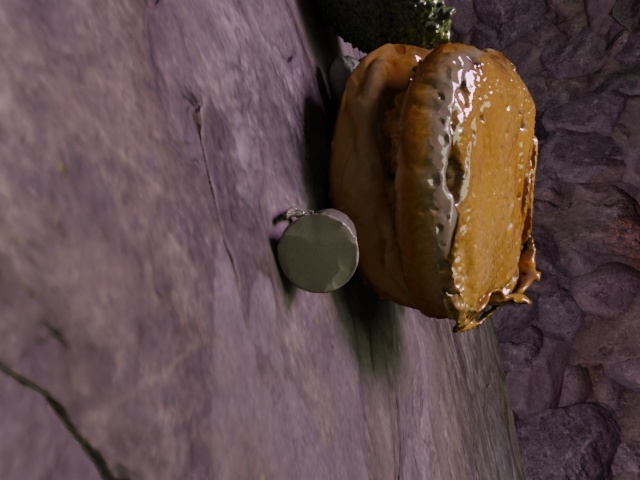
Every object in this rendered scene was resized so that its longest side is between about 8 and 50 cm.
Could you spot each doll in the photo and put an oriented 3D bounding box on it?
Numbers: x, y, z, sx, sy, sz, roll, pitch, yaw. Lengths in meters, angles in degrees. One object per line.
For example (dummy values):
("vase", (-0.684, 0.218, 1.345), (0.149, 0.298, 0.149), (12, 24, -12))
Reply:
("doll", (0.063, -0.164, 0.797), (0.214, 0.071, 0.103), (0, 76, -74))

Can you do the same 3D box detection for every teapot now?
("teapot", (0.000, 0.000, 0.497), (0.067, 0.057, 0.083), (46, 12, 0))

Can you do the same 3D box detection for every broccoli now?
("broccoli", (0.074, -0.308, 0.779), (0.198, 0.176, 0.226), (63, 35, -22))

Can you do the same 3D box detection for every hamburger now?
("hamburger", (0.125, -0.054, 0.684), (0.318, 0.158, 0.319), (7, 82, -55))

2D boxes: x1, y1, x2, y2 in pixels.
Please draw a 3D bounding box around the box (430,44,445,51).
("box", (0.142, -0.184, 0.973), (0.099, 0.133, 0.182), (-79, 149, -59))
